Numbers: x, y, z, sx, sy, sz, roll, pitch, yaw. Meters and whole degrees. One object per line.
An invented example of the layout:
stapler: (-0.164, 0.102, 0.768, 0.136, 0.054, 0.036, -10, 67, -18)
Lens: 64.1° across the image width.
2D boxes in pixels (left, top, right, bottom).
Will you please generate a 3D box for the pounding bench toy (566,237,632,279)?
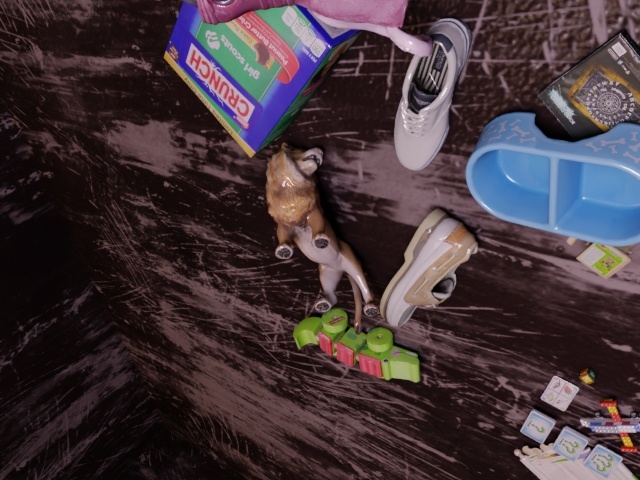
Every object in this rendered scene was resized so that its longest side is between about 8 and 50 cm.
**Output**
pounding bench toy: (0.418, 0.001, 0.768, 0.083, 0.065, 0.052, 38, 141, 11)

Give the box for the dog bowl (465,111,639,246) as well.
dog bowl: (0.343, -0.084, 0.725, 0.297, 0.074, 0.165, 20, 141, 39)

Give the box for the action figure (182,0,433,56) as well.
action figure: (-0.058, -0.360, 0.690, 0.371, 0.248, 0.275, -14, 117, 2)

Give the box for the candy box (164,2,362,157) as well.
candy box: (-0.118, -0.351, 0.913, 0.268, 0.122, 0.317, 48, 142, -1)

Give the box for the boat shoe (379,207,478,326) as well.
boat shoe: (0.203, 0.082, 0.993, 0.103, 0.113, 0.302, 37, 139, 21)

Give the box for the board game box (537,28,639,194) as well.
board game box: (0.399, -0.164, 0.678, 0.186, 0.026, 0.126, 49, 141, -3)

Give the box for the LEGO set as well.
LEGO set: (0.509, 0.357, 0.983, 0.183, 0.060, 0.244, 27, 130, 23)

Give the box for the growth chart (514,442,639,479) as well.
growth chart: (0.551, 0.494, 1.097, 0.172, 0.021, 0.237, 49, 141, -2)

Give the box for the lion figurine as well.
lion figurine: (0.000, 0.000, 1.071, 0.142, 0.240, 0.392, -20, 126, 8)

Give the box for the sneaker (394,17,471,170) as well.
sneaker: (0.157, -0.213, 0.803, 0.094, 0.091, 0.258, 28, 137, 22)

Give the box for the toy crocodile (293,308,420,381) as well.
toy crocodile: (0.086, 0.265, 1.257, 0.341, 0.105, 0.115, 18, 133, 30)
